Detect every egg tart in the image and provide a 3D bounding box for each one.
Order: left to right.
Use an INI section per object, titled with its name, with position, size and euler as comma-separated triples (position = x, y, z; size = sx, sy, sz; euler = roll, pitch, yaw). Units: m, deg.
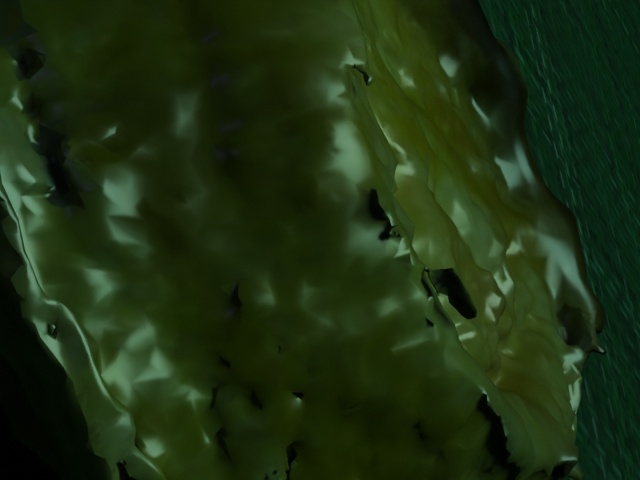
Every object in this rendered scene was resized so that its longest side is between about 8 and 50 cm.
[egg tart]
position = 0.000, 0.000, 0.599
size = 0.345, 0.132, 0.345
euler = 51, 27, -39
